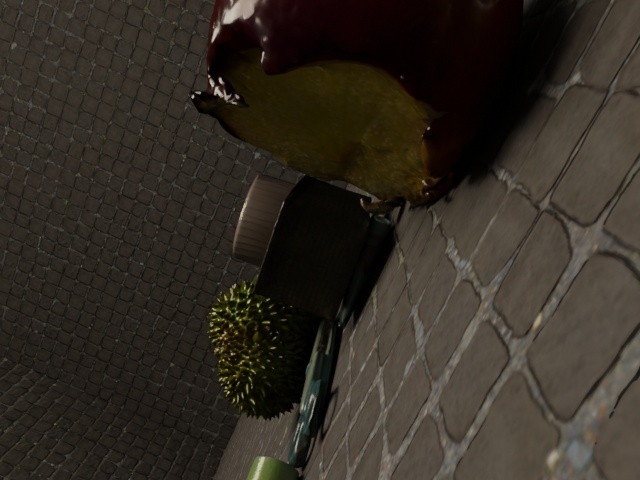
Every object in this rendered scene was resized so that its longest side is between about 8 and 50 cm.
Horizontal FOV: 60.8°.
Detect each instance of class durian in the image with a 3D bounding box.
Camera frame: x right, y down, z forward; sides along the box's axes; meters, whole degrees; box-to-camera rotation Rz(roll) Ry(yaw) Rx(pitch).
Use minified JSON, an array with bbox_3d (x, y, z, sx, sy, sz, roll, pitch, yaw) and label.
[{"bbox_3d":[-0.106,0.188,1.051,0.291,0.225,0.291,16,-90,-75],"label":"durian"}]

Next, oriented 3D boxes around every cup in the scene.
[{"bbox_3d":[-0.042,-0.022,1.261,0.288,0.273,0.208,-93,21,-79],"label":"cup"}]

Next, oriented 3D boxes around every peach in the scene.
[{"bbox_3d":[0.040,-0.209,0.657,0.416,0.339,0.353,-57,8,45],"label":"peach"}]

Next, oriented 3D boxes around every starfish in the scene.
[{"bbox_3d":[0.124,-0.146,0.944,0.238,0.071,0.216,7,-83,-79],"label":"starfish"}]

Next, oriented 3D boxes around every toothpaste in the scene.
[{"bbox_3d":[0.070,0.055,0.956,0.056,0.036,0.205,-81,12,-71],"label":"toothpaste"}]

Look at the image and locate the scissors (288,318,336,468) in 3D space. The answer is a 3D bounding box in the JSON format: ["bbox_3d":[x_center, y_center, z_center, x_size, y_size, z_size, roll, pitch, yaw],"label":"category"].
[{"bbox_3d":[-0.005,0.219,0.880,0.289,0.041,0.138,-72,-1,-58],"label":"scissors"}]

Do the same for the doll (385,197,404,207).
[{"bbox_3d":[0.151,-0.154,0.834,0.219,0.067,0.091,-64,-4,3],"label":"doll"}]

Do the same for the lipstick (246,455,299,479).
[{"bbox_3d":[-0.106,0.432,0.689,0.076,0.076,0.304,117,176,-51],"label":"lipstick"}]

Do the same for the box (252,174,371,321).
[{"bbox_3d":[-0.002,-0.001,0.976,0.273,0.143,0.184,-66,-4,-74],"label":"box"}]
